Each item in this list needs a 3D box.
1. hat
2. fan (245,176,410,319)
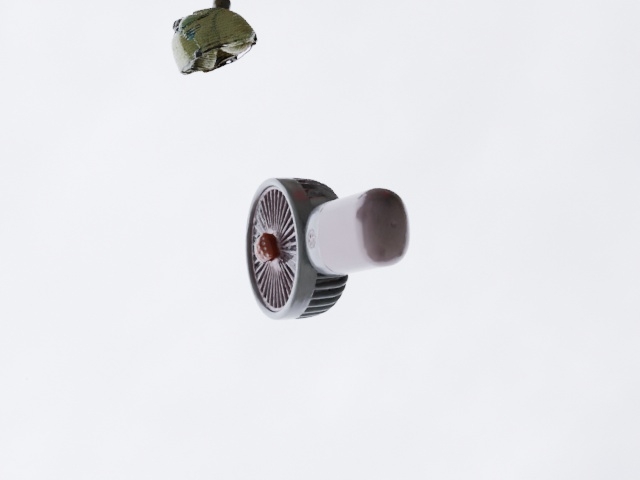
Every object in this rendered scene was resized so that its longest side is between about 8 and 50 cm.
[{"bbox_3d":[-0.107,-0.198,0.866,0.076,0.077,0.059,-28,-84,-38],"label":"hat"},{"bbox_3d":[0.000,0.000,0.776,0.074,0.244,0.130,-1,-97,-26],"label":"fan"}]
